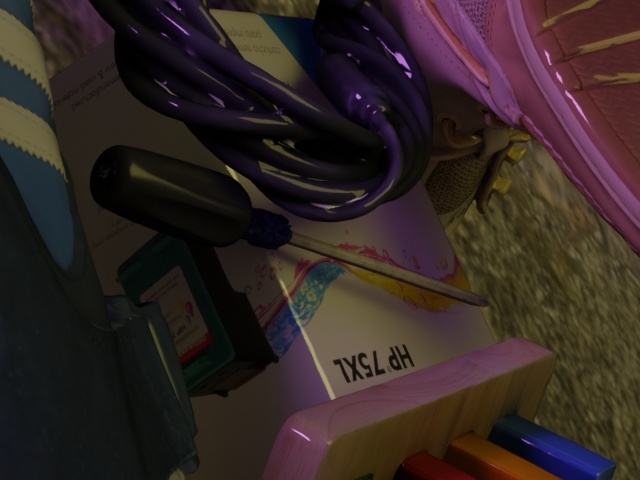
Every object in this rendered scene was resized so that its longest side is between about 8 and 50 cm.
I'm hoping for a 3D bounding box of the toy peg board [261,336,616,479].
[{"bbox_3d":[0.034,0.125,0.537,0.079,0.161,0.160,27,16,24],"label":"toy peg board"}]

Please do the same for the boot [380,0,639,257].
[{"bbox_3d":[0.073,-0.050,0.725,0.095,0.203,0.262,-15,57,-25],"label":"boot"}]

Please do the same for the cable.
[{"bbox_3d":[-0.020,-0.076,0.616,0.150,0.047,0.184,24,36,-53],"label":"cable"}]

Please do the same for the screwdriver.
[{"bbox_3d":[0.000,0.000,0.590,0.170,0.025,0.024,15,55,-38],"label":"screwdriver"}]

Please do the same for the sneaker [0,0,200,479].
[{"bbox_3d":[-0.112,0.006,0.499,0.323,0.130,0.236,-111,-178,-58],"label":"sneaker"}]

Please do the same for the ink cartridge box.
[{"bbox_3d":[-0.002,0.038,0.661,0.134,0.078,0.231,-7,70,-60],"label":"ink cartridge box"}]
